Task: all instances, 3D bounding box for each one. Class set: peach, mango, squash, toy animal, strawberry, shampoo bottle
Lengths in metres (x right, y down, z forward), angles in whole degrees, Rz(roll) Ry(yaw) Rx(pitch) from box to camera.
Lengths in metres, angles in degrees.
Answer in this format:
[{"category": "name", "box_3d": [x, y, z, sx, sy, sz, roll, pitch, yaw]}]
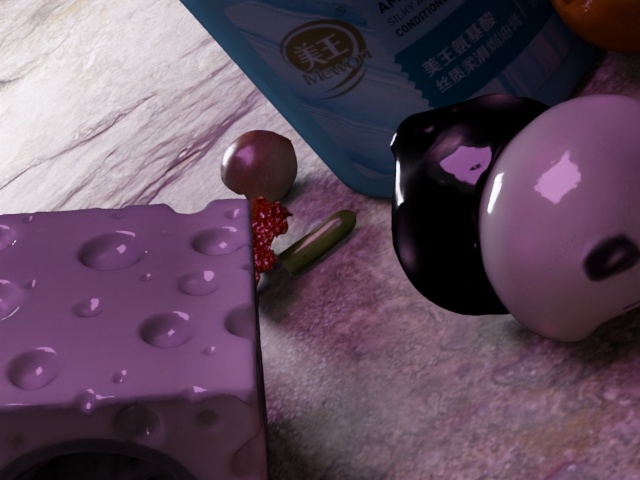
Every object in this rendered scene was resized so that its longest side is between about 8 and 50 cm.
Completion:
[{"category": "peach", "box_3d": [-0.064, -0.078, 1.496, 0.083, 0.083, 0.083, -30, 31, 20]}, {"category": "mango", "box_3d": [0.286, -0.244, 1.258, 0.253, 0.138, 0.113, -46, -12, -46]}, {"category": "squash", "box_3d": [0.000, 0.000, 1.371, 0.083, 0.027, 0.027, -37, 30, 7]}, {"category": "toy animal", "box_3d": [0.175, -0.022, 1.056, 0.235, 0.165, 0.187, 8, 59, 51]}, {"category": "strawberry", "box_3d": [-0.067, 0.012, 1.376, 0.152, 0.048, 0.104, -80, 14, -69]}, {"category": "shampoo bottle", "box_3d": [0.051, -0.264, 1.341, 0.331, 0.343, 0.331, -29, 32, 20]}]

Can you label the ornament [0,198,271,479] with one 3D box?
[{"category": "ornament", "box_3d": [-0.161, 0.135, 1.076, 0.239, 0.240, 0.240, -4, 35, -2]}]
